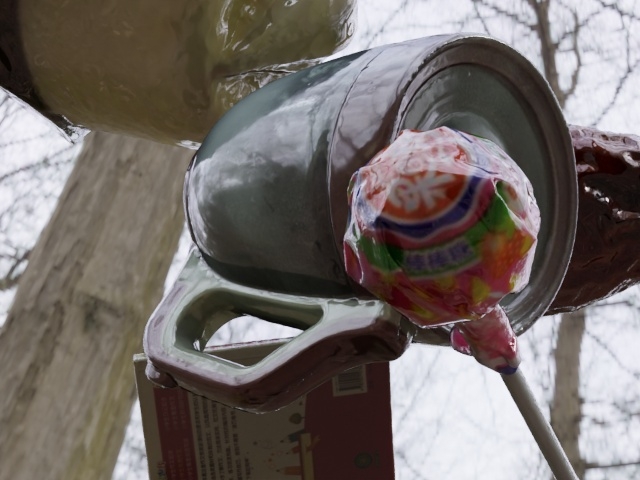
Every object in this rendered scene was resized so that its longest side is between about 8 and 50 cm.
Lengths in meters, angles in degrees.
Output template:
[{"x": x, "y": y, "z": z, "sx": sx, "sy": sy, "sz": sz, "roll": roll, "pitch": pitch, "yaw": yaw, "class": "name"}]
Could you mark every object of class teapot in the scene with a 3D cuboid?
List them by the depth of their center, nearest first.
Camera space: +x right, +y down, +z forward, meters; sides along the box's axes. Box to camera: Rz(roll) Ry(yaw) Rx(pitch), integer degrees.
[{"x": 0.000, "y": 0.000, "z": 1.083, "sx": 0.312, "sy": 0.315, "sz": 0.233, "roll": -3, "pitch": -41, "yaw": 46, "class": "teapot"}]

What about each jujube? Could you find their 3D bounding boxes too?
[{"x": 0.211, "y": -0.020, "z": 1.270, "sx": 0.290, "sy": 0.197, "sz": 0.197, "roll": -5, "pitch": -58, "yaw": -6, "class": "jujube"}]

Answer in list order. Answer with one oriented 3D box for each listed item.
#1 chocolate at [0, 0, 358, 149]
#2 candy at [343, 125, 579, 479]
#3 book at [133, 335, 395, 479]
[{"x": -0.137, "y": -0.226, "z": 1.353, "sx": 0.297, "sy": 0.326, "sz": 0.314, "roll": 29, "pitch": -8, "yaw": 29, "class": "chocolate"}, {"x": 0.121, "y": 0.070, "z": 0.915, "sx": 0.124, "sy": 0.124, "sz": 0.365, "roll": -18, "pitch": -46, "yaw": 16, "class": "candy"}, {"x": -0.048, "y": 0.166, "z": 1.259, "sx": 0.232, "sy": 0.022, "sz": 0.162, "roll": -6, "pitch": -70, "yaw": -5, "class": "book"}]
